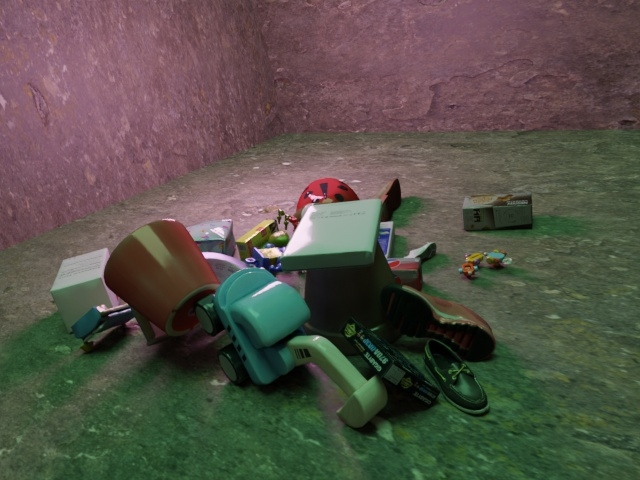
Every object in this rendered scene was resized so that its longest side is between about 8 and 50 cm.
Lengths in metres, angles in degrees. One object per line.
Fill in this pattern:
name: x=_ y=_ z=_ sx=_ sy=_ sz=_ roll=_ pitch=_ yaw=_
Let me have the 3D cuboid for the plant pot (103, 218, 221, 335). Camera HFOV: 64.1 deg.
plant pot: x=-0.424 y=0.119 z=1.445 sx=0.243 sy=0.275 sz=0.274 roll=42 pitch=49 yaw=21

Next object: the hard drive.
hard drive: x=0.044 y=-0.023 z=1.400 sx=0.232 sy=0.047 sz=0.353 roll=-5 pitch=24 yaw=13

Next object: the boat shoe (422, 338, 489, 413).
boat shoe: x=0.308 y=0.312 z=1.191 sx=0.081 sy=0.069 sz=0.228 roll=-18 pitch=24 yaw=-14

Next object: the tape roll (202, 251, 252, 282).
tape roll: x=-0.342 y=0.146 z=1.693 sx=0.274 sy=0.090 sz=0.275 roll=16 pitch=24 yaw=-7

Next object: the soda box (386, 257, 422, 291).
soda box: x=0.195 y=0.114 z=1.665 sx=0.263 sy=0.092 sz=0.083 roll=-2 pitch=26 yaw=20

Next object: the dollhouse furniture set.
dollhouse furniture set: x=-0.597 y=0.280 z=1.689 sx=0.303 sy=0.198 sz=0.286 roll=-35 pitch=-11 yaw=24

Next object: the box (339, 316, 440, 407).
box: x=0.158 y=0.282 z=1.206 sx=0.051 sy=0.175 sz=0.220 roll=-52 pitch=30 yaw=1

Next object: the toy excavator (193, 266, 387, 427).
toy excavator: x=-0.079 y=0.253 z=1.267 sx=0.222 sy=0.433 sz=0.445 roll=-28 pitch=0 yaw=-34

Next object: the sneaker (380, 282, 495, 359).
sneaker: x=0.305 y=0.203 z=1.344 sx=0.313 sy=0.116 sz=0.136 roll=27 pitch=21 yaw=15

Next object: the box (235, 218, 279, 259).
box: x=-0.262 y=-0.009 z=2.164 sx=0.058 sy=0.088 sz=0.232 roll=4 pitch=26 yaw=31

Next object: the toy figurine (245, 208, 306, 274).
toy figurine: x=-0.178 y=0.027 z=1.850 sx=0.217 sy=0.192 sz=0.362 roll=-13 pitch=28 yaw=-24

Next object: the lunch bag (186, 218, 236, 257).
lunch bag: x=-0.498 y=0.022 z=2.116 sx=0.262 sy=0.160 sz=0.223 roll=-5 pitch=24 yaw=1

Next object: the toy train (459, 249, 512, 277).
toy train: x=0.528 y=0.082 z=1.651 sx=0.166 sy=0.046 sz=0.125 roll=-11 pitch=24 yaw=9

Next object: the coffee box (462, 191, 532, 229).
coffee box: x=0.675 y=-0.111 z=1.950 sx=0.246 sy=0.098 sz=0.141 roll=-1 pitch=25 yaw=23

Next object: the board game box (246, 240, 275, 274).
board game box: x=-0.200 y=0.066 z=2.040 sx=0.136 sy=0.030 sz=0.260 roll=-4 pitch=24 yaw=23

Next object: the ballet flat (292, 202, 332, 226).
ballet flat: x=0.029 y=-0.104 z=2.034 sx=0.342 sy=0.116 sz=0.124 roll=2 pitch=-13 yaw=19

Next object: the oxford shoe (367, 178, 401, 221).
oxford shoe: x=0.273 y=-0.188 z=2.288 sx=0.130 sy=0.123 sz=0.348 roll=-5 pitch=22 yaw=28

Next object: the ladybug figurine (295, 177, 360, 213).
ladybug figurine: x=0.032 y=-0.166 z=2.292 sx=0.304 sy=0.162 sz=0.449 roll=-12 pitch=23 yaw=-2

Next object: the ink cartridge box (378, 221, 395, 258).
ink cartridge box: x=0.177 y=0.030 z=1.901 sx=0.175 sy=0.069 sz=0.371 roll=-4 pitch=22 yaw=14

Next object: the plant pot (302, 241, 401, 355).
plant pot: x=0.084 y=0.120 z=1.470 sx=0.322 sy=0.281 sz=0.323 roll=-8 pitch=23 yaw=4

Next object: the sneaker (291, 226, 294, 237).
sneaker: x=0.000 y=0.000 z=2.048 sx=0.232 sy=0.081 sz=0.091 roll=4 pitch=68 yaw=-3

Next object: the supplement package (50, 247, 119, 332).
supplement package: x=-0.858 y=0.177 z=1.895 sx=0.175 sy=0.178 sz=0.293 roll=-16 pitch=24 yaw=-12

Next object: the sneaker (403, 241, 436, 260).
sneaker: x=0.351 y=0.044 z=1.804 sx=0.152 sy=0.054 sz=0.061 roll=-28 pitch=26 yaw=-33
